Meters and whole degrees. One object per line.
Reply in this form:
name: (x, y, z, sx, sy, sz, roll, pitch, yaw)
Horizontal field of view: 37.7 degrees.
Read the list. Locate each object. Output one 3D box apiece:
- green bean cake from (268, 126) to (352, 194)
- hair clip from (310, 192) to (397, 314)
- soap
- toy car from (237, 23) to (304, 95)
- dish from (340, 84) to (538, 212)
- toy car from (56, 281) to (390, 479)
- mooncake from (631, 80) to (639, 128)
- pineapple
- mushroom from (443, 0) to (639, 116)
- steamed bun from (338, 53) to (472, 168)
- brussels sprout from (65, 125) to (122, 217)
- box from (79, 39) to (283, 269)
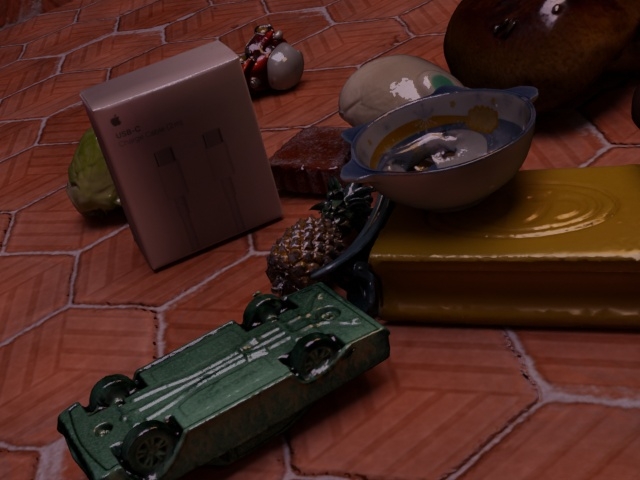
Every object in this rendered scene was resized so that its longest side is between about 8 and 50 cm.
green bean cake: (0.004, -0.118, 1.385, 0.135, 0.056, 0.135, 5, 35, 33)
hair clip: (0.066, -0.037, 1.134, 0.048, 0.083, 0.275, -34, 25, 48)
soap: (0.229, 0.002, 1.037, 0.324, 0.096, 0.204, -1, 33, 23)
toy car: (-0.088, -0.322, 1.745, 0.112, 0.112, 0.139, 21, 53, 24)
dish: (0.141, -0.094, 1.055, 0.236, 0.086, 0.228, -14, 29, 5)
toy car: (-0.090, 0.151, 0.930, 0.321, 0.097, 0.141, -27, 32, -21)
mooncake: (0.481, -0.106, 0.955, 0.326, 0.174, 0.334, 39, 16, 30)
pineapple: (0.001, 0.000, 1.159, 0.083, 0.103, 0.221, 24, 46, 17)
mushroom: (0.361, -0.301, 1.423, 0.345, 0.259, 0.345, -37, 24, 20)
steamed bun: (0.137, -0.178, 1.290, 0.228, 0.130, 0.177, 37, 17, 37)
brussels sprout: (-0.309, -0.117, 1.456, 0.183, 0.145, 0.131, -14, 2, -8)
box: (-0.183, -0.115, 1.271, 0.203, 0.251, 0.106, -22, 31, -13)
